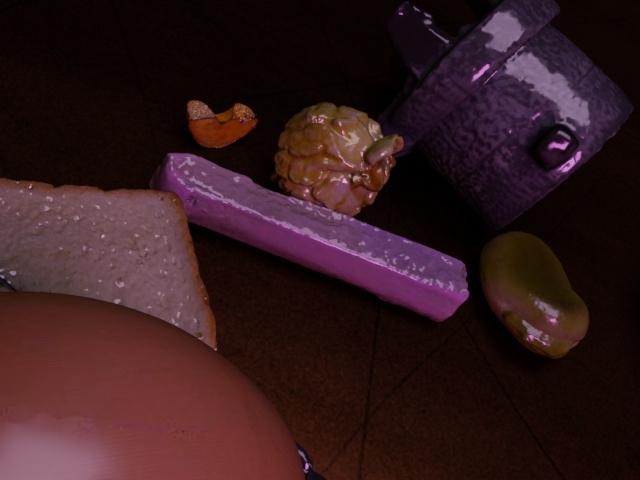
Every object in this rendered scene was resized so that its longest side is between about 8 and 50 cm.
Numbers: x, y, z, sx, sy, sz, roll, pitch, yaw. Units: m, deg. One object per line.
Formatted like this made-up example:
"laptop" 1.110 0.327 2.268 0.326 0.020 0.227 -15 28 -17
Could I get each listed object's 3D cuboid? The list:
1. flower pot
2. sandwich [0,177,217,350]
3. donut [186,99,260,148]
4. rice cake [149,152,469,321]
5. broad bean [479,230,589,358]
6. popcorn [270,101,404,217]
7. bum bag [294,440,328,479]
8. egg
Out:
"flower pot" 0.200 -0.178 1.108 0.283 0.299 0.299 49 47 1
"sandwich" -0.241 0.055 0.787 0.288 0.100 0.254 5 53 -27
"donut" -0.120 -0.147 1.042 0.083 0.067 0.038 -31 51 -7
"rice cake" -0.001 0.000 0.985 0.399 0.070 0.064 21 52 -12
"broad bean" 0.259 0.068 1.076 0.124 0.082 0.174 -4 47 -32
"popcorn" 0.011 -0.092 1.023 0.135 0.162 0.141 40 78 -39
"bum bag" 0.025 0.287 0.780 0.248 0.060 0.123 35 45 -1
"egg" -0.189 0.182 0.572 0.373 0.301 0.301 -5 57 -20
